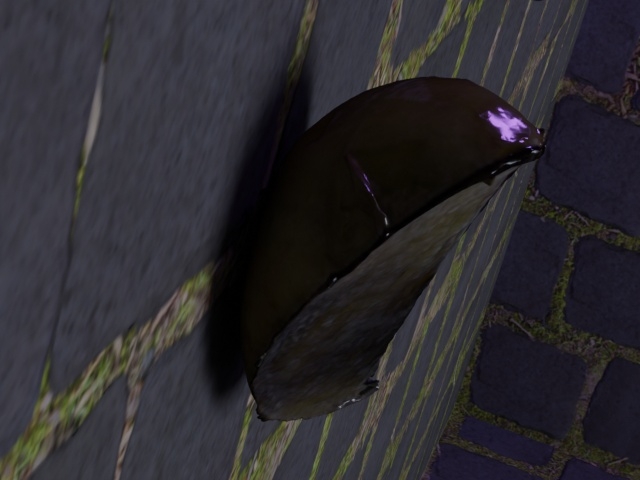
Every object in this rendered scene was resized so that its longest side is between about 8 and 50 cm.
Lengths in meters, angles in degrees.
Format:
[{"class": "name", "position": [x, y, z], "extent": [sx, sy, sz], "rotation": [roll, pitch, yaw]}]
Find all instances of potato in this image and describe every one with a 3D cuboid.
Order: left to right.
[{"class": "potato", "position": [-0.002, -0.001, 0.790], "extent": [0.120, 0.100, 0.261], "rotation": [-18, 157, -29]}]
